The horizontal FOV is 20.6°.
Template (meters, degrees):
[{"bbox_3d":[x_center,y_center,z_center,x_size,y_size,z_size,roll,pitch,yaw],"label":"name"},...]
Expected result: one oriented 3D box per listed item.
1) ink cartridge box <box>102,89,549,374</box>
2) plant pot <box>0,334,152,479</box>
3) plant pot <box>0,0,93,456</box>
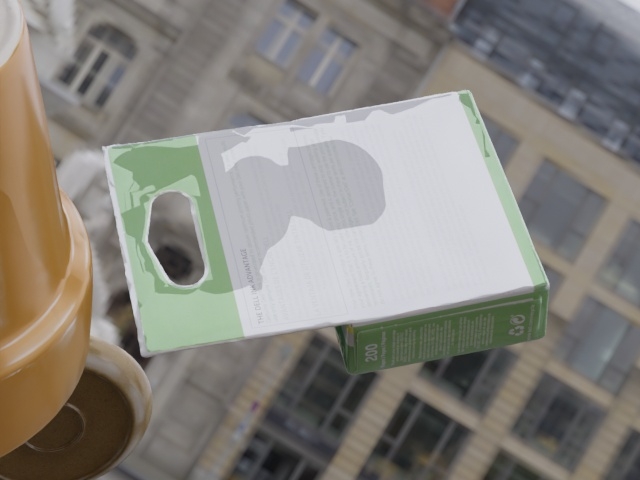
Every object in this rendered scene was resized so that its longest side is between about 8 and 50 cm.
[{"bbox_3d":[0.000,0.000,1.049,0.056,0.235,0.171,87,-10,-49],"label":"ink cartridge box"},{"bbox_3d":[-0.305,0.203,1.993,0.236,0.236,0.032,36,21,-32],"label":"plant pot"},{"bbox_3d":[-0.202,-0.026,0.793,0.205,0.205,0.188,29,-46,19],"label":"plant pot"}]
